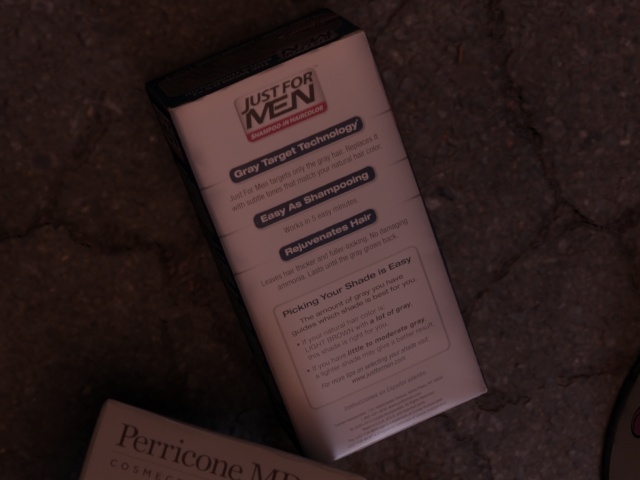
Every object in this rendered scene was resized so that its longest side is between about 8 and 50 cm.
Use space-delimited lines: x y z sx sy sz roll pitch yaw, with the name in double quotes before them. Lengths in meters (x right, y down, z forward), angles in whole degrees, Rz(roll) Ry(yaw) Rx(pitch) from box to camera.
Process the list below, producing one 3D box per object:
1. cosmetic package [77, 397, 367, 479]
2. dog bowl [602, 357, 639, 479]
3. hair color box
"cosmetic package" -0.137 0.381 1.468 0.230 0.161 0.453 17 75 -3
"dog bowl" 0.482 0.221 1.731 0.408 0.150 0.408 -5 108 -15
"hair color box" 0.000 0.000 1.538 0.174 0.105 0.347 -24 113 -9
